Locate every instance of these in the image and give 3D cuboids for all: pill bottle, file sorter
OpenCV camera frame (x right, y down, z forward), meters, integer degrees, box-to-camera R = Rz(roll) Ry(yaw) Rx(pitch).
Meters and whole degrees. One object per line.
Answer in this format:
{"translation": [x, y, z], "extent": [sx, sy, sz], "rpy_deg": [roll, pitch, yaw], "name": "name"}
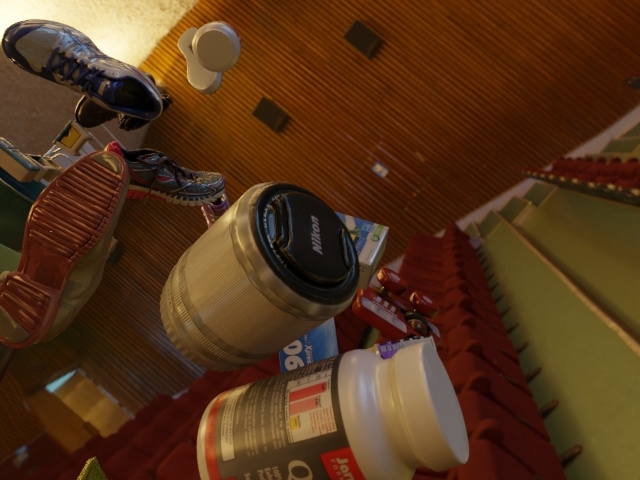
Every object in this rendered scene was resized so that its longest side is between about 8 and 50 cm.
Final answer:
{"translation": [-0.189, -0.357, 0.973], "extent": [0.086, 0.086, 0.152], "rpy_deg": [-52, 19, 15], "name": "pill bottle"}
{"translation": [0.017, 0.286, 0.796], "extent": [0.363, 0.210, 0.210], "rpy_deg": [-23, 5, 19], "name": "pill bottle"}
{"translation": [-0.813, -0.249, 1.794], "extent": [0.173, 0.193, 0.278], "rpy_deg": [-14, 38, 35], "name": "file sorter"}

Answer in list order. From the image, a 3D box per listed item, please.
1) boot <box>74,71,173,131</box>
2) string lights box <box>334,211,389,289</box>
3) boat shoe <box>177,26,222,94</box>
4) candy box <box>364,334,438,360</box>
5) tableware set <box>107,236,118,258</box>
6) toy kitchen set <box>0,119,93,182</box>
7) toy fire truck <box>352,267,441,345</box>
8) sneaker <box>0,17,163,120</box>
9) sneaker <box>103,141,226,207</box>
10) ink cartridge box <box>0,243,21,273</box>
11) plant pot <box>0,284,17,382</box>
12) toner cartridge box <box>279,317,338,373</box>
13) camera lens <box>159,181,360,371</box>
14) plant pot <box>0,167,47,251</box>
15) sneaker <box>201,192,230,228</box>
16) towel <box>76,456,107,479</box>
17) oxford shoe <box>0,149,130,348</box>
{"translation": [-0.519, -0.343, 1.376], "extent": [0.263, 0.229, 0.091], "rpy_deg": [-31, -49, -2], "name": "boot"}
{"translation": [0.000, 0.000, 1.126], "extent": [0.133, 0.259, 0.077], "rpy_deg": [-59, -19, -46], "name": "string lights box"}
{"translation": [-0.281, -0.438, 1.317], "extent": [0.095, 0.258, 0.084], "rpy_deg": [-33, -38, 15], "name": "boat shoe"}
{"translation": [0.212, 0.328, 1.292], "extent": [0.196, 0.165, 0.070], "rpy_deg": [0, -25, -37], "name": "candy box"}
{"translation": [-0.614, -0.001, 1.337], "extent": [0.141, 0.169, 0.020], "rpy_deg": [-46, 6, -21], "name": "tableware set"}
{"translation": [-0.704, -0.247, 1.334], "extent": [0.166, 0.122, 0.207], "rpy_deg": [-50, 6, 3], "name": "toy kitchen set"}
{"translation": [0.228, 0.236, 1.573], "extent": [0.169, 0.302, 0.254], "rpy_deg": [-54, 4, 18], "name": "toy fire truck"}
{"translation": [-0.432, -0.320, 1.000], "extent": [0.296, 0.131, 0.112], "rpy_deg": [14, -69, -42], "name": "sneaker"}
{"translation": [-0.361, -0.152, 1.242], "extent": [0.299, 0.121, 0.112], "rpy_deg": [3, -60, -33], "name": "sneaker"}
{"translation": [-0.762, 0.056, 1.110], "extent": [0.171, 0.235, 0.056], "rpy_deg": [-65, 12, -18], "name": "ink cartridge box"}
{"translation": [-0.819, 0.225, 1.280], "extent": [0.230, 0.215, 0.215], "rpy_deg": [-61, -1, -23], "name": "plant pot"}
{"translation": [-0.042, 0.241, 1.488], "extent": [0.165, 0.348, 0.075], "rpy_deg": [-7, -16, -3], "name": "toner cartridge box"}
{"translation": [-0.093, 0.059, 0.812], "extent": [0.274, 0.219, 0.219], "rpy_deg": [-38, 4, 35], "name": "camera lens"}
{"translation": [-0.895, -0.070, 1.440], "extent": [0.255, 0.271, 0.271], "rpy_deg": [-49, -5, -1], "name": "plant pot"}
{"translation": [-0.273, -0.042, 1.501], "extent": [0.102, 0.282, 0.161], "rpy_deg": [-30, -2, -12], "name": "sneaker"}
{"translation": [-0.416, 0.558, 1.063], "extent": [0.021, 0.237, 0.102], "rpy_deg": [-26, 11, -3], "name": "towel"}
{"translation": [-0.471, 0.012, 1.010], "extent": [0.397, 0.140, 0.146], "rpy_deg": [-58, -10, 1], "name": "oxford shoe"}
